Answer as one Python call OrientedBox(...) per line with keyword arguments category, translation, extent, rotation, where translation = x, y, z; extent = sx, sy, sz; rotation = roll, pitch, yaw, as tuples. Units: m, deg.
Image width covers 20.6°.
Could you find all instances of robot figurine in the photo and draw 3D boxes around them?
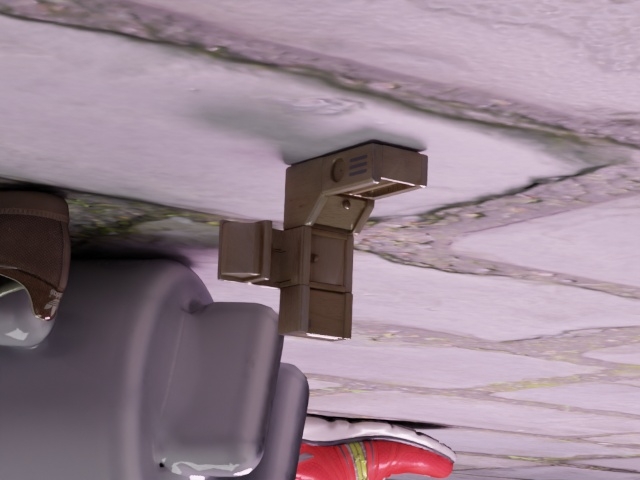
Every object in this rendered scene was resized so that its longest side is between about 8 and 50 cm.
OrientedBox(category="robot figurine", translation=(-0.191, 0.112, 1.136), extent=(0.354, 0.199, 0.300), rotation=(0, 141, 14))

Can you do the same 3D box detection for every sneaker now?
OrientedBox(category="sneaker", translation=(-0.226, 0.018, 0.966), extent=(0.188, 0.071, 0.066), rotation=(-8, 167, 19))
OrientedBox(category="sneaker", translation=(0.027, 0.274, 2.109), extent=(0.279, 0.118, 0.107), rotation=(6, 169, -18))

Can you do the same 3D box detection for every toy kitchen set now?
OrientedBox(category="toy kitchen set", translation=(0.000, 0.000, 0.832), extent=(0.068, 0.083, 0.075), rotation=(10, 167, -34))
